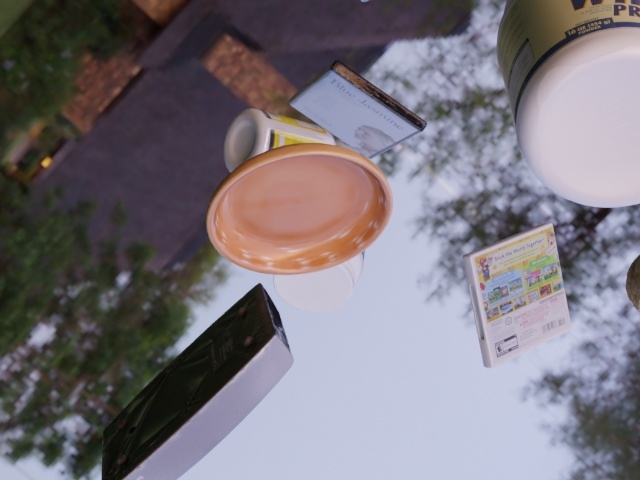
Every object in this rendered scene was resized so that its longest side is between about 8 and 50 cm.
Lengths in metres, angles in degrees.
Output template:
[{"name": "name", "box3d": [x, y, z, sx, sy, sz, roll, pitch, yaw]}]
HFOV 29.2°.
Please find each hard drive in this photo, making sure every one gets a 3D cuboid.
[{"name": "hard drive", "box3d": [-0.135, 0.171, 1.340, 0.255, 0.054, 0.172, -43, -160, 6]}]

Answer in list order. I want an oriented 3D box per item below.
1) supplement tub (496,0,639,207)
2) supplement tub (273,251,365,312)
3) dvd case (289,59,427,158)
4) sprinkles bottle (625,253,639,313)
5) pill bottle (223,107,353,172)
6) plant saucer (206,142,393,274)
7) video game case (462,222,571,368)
[{"name": "supplement tub", "box3d": [0.349, -0.217, 1.563, 0.235, 0.235, 0.324, -43, -156, 25]}, {"name": "supplement tub", "box3d": [0.000, 0.000, 1.920, 0.144, 0.144, 0.199, -40, -154, 36]}, {"name": "dvd case", "box3d": [0.057, -0.213, 2.053, 0.022, 0.180, 0.253, -59, -169, -15]}, {"name": "sprinkles bottle", "box3d": [0.554, 0.046, 1.735, 0.121, 0.121, 0.355, -50, -178, -12]}, {"name": "pill bottle", "box3d": [-0.042, -0.125, 1.794, 0.103, 0.184, 0.103, -17, -112, 48]}, {"name": "plant saucer", "box3d": [-0.023, -0.037, 1.311, 0.200, 0.200, 0.037, -41, -137, 33]}, {"name": "video game case", "box3d": [0.354, 0.095, 2.194, 0.227, 0.206, 0.026, -19, -168, -37]}]
